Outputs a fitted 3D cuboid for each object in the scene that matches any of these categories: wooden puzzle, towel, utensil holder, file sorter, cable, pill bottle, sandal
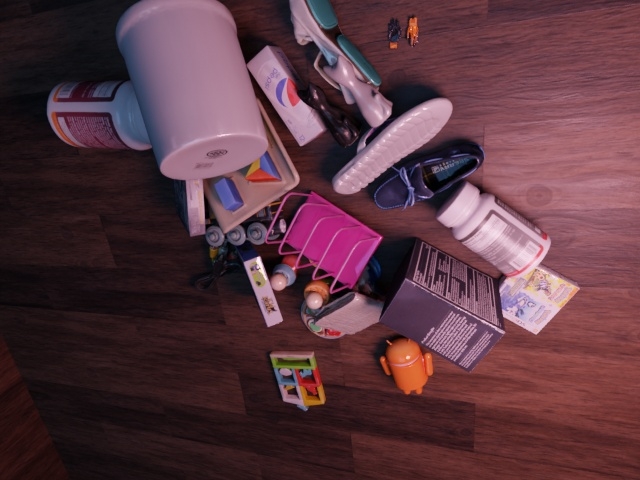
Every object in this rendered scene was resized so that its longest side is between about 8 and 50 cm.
[{"bbox_3d":[-0.272,-0.239,1.308,0.348,0.080,0.322,-32,78,23],"label":"wooden puzzle"},{"bbox_3d":[0.110,0.251,1.386,0.187,0.049,0.282,19,145,-26],"label":"towel"},{"bbox_3d":[-0.342,-0.404,1.130,0.327,0.327,0.385,-21,84,26],"label":"utensil holder"},{"bbox_3d":[0.000,0.000,1.271,0.290,0.182,0.202,35,108,22],"label":"file sorter"},{"bbox_3d":[-0.401,0.113,1.612,0.139,0.072,0.287,23,134,-16],"label":"cable"},{"bbox_3d":[0.486,-0.034,1.165,0.283,0.161,0.161,37,119,1],"label":"pill bottle"},{"bbox_3d":[0.181,-0.287,1.183,0.416,0.169,0.102,-36,65,27],"label":"sandal"},{"bbox_3d":[-0.672,-0.418,1.361,0.392,0.224,0.224,7,114,17],"label":"pill bottle"}]

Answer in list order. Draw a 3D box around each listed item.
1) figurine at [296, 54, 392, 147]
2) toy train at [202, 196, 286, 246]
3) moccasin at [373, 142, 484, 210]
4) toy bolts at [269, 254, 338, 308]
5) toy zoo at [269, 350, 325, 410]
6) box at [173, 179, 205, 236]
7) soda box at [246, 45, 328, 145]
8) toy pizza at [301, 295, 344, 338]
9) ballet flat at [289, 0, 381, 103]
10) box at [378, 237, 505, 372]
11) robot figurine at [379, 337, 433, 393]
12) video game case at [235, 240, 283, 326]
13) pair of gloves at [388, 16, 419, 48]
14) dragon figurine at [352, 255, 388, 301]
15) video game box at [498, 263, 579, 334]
[{"bbox_3d":[0.063,-0.383,1.116,0.209,0.092,0.215,39,148,-21],"label":"figurine"},{"bbox_3d":[-0.278,-0.084,1.430,0.334,0.142,0.190,-3,98,23],"label":"toy train"},{"bbox_3d":[0.299,-0.189,1.186,0.342,0.117,0.138,-30,100,27],"label":"moccasin"},{"bbox_3d":[-0.063,0.119,1.422,0.228,0.158,0.218,12,116,14],"label":"toy bolts"},{"bbox_3d":[-0.090,0.594,1.713,0.192,0.030,0.293,-5,111,21],"label":"toy zoo"},{"bbox_3d":[-0.450,-0.158,1.384,0.183,0.056,0.231,43,137,45],"label":"box"},{"bbox_3d":[-0.092,-0.434,1.226,0.091,0.098,0.286,-29,100,27],"label":"soda box"},{"bbox_3d":[0.018,0.292,1.542,0.201,0.032,0.201,7,115,16],"label":"toy pizza"},{"bbox_3d":[0.008,-0.552,1.129,0.139,0.139,0.400,-32,103,28],"label":"ballet flat"},{"bbox_3d":[0.362,0.179,1.225,0.294,0.296,0.183,30,119,6],"label":"box"},{"bbox_3d":[0.310,0.442,1.455,0.158,0.128,0.219,10,124,60],"label":"robot figurine"},{"bbox_3d":[-0.223,0.141,1.440,0.061,0.269,0.244,-20,108,-13],"label":"video game case"},{"bbox_3d":[0.226,-0.563,1.108,0.083,0.010,0.074,5,115,20],"label":"pair of gloves"},{"bbox_3d":[0.152,0.105,1.383,0.085,0.144,0.289,-20,86,27],"label":"dragon figurine"},{"bbox_3d":[0.647,0.169,1.264,0.187,0.048,0.205,27,119,3],"label":"video game box"}]
